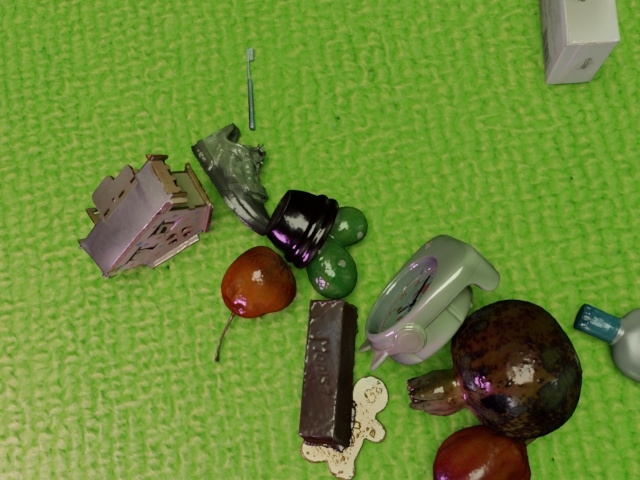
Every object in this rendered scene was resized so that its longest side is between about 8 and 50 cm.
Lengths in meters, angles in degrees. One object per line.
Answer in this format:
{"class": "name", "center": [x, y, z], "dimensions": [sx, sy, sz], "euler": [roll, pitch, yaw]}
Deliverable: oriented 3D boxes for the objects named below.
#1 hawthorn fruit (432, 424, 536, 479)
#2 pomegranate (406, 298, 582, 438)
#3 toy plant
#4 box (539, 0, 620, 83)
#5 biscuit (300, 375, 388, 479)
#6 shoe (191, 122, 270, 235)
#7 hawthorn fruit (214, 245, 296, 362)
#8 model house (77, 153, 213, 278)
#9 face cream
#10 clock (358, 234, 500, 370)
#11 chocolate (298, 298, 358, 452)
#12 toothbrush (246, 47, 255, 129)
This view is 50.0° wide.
{"class": "hawthorn fruit", "center": [0.341, 0.462, 1.388], "dimensions": [0.251, 0.189, 0.190], "euler": [-35, 77, -5]}
{"class": "pomegranate", "center": [0.335, 0.269, 1.374], "dimensions": [0.340, 0.285, 0.285], "euler": [-21, 77, 5]}
{"class": "toy plant", "center": [0.000, 0.000, 1.540], "dimensions": [0.235, 0.175, 0.218], "euler": [29, 73, -13]}
{"class": "box", "center": [0.577, -0.523, 1.554], "dimensions": [0.116, 0.203, 0.274], "euler": [-2, 78, 5]}
{"class": "biscuit", "center": [0.070, 0.405, 1.510], "dimensions": [0.153, 0.030, 0.234], "euler": [29, 83, 11]}
{"class": "shoe", "center": [-0.175, -0.158, 1.613], "dimensions": [0.149, 0.109, 0.293], "euler": [-40, 72, 3]}
{"class": "hawthorn fruit", "center": [-0.176, 0.145, 1.560], "dimensions": [0.165, 0.165, 0.285], "euler": [43, 109, 13]}
{"class": "model house", "center": [-0.367, -0.069, 1.562], "dimensions": [0.326, 0.244, 0.169], "euler": [-43, 71, 31]}
{"class": "face cream", "center": [0.706, 0.227, 1.445], "dimensions": [0.336, 0.080, 0.163], "euler": [25, 83, 11]}
{"class": "clock", "center": [0.209, 0.140, 1.442], "dimensions": [0.108, 0.265, 0.324], "euler": [41, 92, -12]}
{"class": "chocolate", "center": [0.016, 0.286, 1.478], "dimensions": [0.111, 0.112, 0.321], "euler": [0, 71, 15]}
{"class": "toothbrush", "center": [-0.172, -0.379, 1.710], "dimensions": [0.019, 0.016, 0.220], "euler": [-2, 77, -3]}
